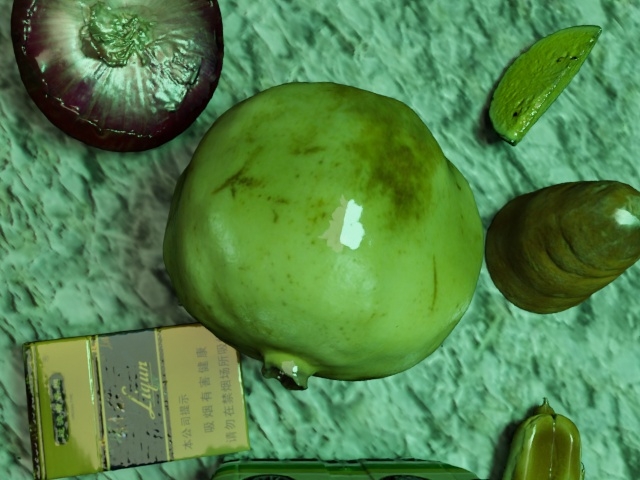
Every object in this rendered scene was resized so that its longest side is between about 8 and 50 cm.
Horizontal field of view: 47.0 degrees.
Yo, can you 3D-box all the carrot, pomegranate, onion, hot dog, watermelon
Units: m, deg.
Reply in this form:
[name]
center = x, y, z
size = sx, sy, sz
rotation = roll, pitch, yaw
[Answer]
[carrot]
center = 0.308, -0.001, 0.854
size = 0.159, 0.225, 0.159
rotation = 2, 80, -10
[pomegranate]
center = 0.000, 0.000, 0.765
size = 0.333, 0.332, 0.332
rotation = 1, 85, -8
[onion]
center = -0.222, -0.224, 0.830
size = 0.248, 0.161, 0.247
rotation = 0, 95, -5
[hot dog]
center = 0.261, 0.326, 0.890
size = 0.109, 0.072, 0.269
rotation = 11, 85, -9
[watermelon]
center = 0.267, -0.201, 0.932
size = 0.075, 0.092, 0.181
rotation = 38, 89, 11

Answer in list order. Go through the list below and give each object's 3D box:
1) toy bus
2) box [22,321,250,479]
[toy bus]
center = 0.026, 0.315, 0.803
size = 0.306, 0.179, 0.143
rotation = 2, 87, -7
[box]
center = -0.206, 0.177, 0.842
size = 0.237, 0.070, 0.152
rotation = -5, 86, -11
